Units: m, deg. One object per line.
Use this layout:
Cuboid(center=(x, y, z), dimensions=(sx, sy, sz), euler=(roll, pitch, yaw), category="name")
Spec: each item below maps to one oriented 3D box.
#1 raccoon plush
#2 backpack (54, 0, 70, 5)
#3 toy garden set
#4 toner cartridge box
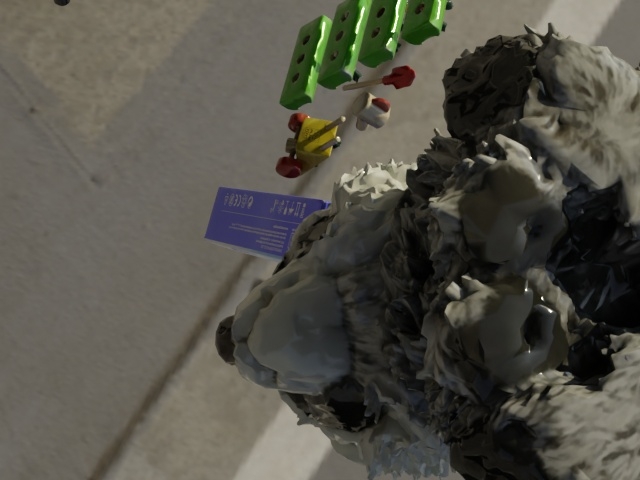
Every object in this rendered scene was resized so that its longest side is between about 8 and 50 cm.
Cuboid(center=(0.175, 0.057, 0.735), dimensions=(0.447, 0.299, 0.216), euler=(14, 78, -9), category="raccoon plush")
Cuboid(center=(-0.211, -0.409, 1.406), dimensions=(0.213, 0.263, 0.276), euler=(-8, 119, -3), category="backpack")
Cuboid(center=(0.049, -0.176, 1.494), dimensions=(0.049, 0.244, 0.203), euler=(31, 58, -29), category="toy garden set")
Cuboid(center=(0.000, 0.000, 1.646), dimensions=(0.165, 0.348, 0.075), euler=(17, 88, -22), category="toner cartridge box")
